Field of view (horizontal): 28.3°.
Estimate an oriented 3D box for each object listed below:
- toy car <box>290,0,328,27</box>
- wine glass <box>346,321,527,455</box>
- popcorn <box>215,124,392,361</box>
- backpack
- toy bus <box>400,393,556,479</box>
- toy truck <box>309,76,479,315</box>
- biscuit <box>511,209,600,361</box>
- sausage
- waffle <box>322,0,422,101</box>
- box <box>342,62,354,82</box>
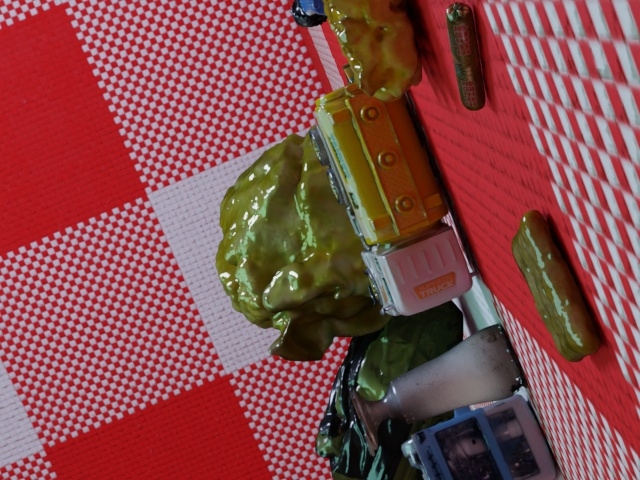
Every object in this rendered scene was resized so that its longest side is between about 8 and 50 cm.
[{"bbox_3d":[-0.022,-0.280,1.195,0.080,0.070,0.170,66,180,-48],"label":"toy car"},{"bbox_3d":[0.105,0.137,1.166,0.072,0.155,0.072,-23,-90,-89],"label":"wine glass"},{"bbox_3d":[0.000,0.000,1.419,0.224,0.270,0.258,22,-178,-16],"label":"popcorn"},{"bbox_3d":[0.092,0.182,1.528,0.207,0.140,0.253,5,-79,-73],"label":"backpack"},{"bbox_3d":[0.164,0.237,1.310,0.297,0.131,0.106,67,180,-74],"label":"toy bus"},{"bbox_3d":[0.064,-0.041,1.163,0.114,0.098,0.226,-152,41,-82],"label":"toy truck"},{"bbox_3d":[0.128,0.027,0.698,0.081,0.018,0.083,67,180,-81],"label":"biscuit"},{"bbox_3d":[0.078,-0.096,0.675,0.100,0.015,0.015,67,-179,-62],"label":"sausage"},{"bbox_3d":[0.021,-0.186,0.883,0.160,0.055,0.210,-110,-2,-51],"label":"waffle"},{"bbox_3d":[0.062,-0.155,1.544,0.133,0.023,0.090,-112,-3,-58],"label":"box"}]
